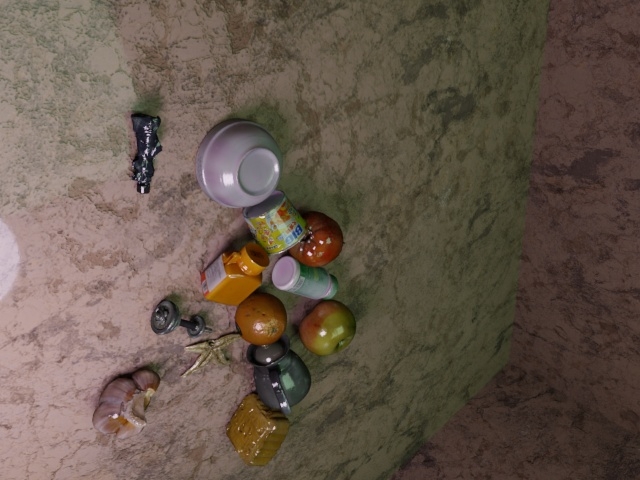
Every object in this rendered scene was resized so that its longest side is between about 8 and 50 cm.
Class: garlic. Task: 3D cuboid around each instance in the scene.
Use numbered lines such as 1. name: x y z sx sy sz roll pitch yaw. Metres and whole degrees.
1. garlic: -0.617 0.507 1.498 0.160 0.214 0.191 31 132 -30

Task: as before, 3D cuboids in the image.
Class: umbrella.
1. umbrella: -0.482 -0.239 1.319 0.071 0.080 0.224 -49 153 -66

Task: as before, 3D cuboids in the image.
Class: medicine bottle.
1. medicine bottle: -0.051 0.155 1.854 0.274 0.133 0.133 25 93 -45
2. medicine bottle: -0.277 0.110 1.577 0.222 0.112 0.149 -41 140 25

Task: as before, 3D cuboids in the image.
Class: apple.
1. apple: 0.030 0.364 1.961 0.261 0.194 0.261 -32 152 -20

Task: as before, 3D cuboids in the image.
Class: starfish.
1. starfish: -0.389 0.420 1.738 0.247 0.050 0.138 -5 115 -38

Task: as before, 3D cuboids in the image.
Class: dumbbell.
1. dumbbell: -0.454 0.276 1.576 0.110 0.110 0.254 -59 143 -3

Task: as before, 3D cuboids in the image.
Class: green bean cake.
1. green bean cake: -0.256 0.756 1.901 0.131 0.224 0.230 30 92 -46

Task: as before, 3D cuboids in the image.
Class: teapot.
1. teapot: -0.185 0.510 1.825 0.305 0.223 0.285 -65 143 -53

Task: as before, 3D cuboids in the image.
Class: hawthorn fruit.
1. hawthorn fruit: 0.000 0.000 1.780 0.262 0.210 0.210 11 102 -58

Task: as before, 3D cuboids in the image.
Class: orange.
1. orange: -0.214 0.285 1.723 0.206 0.206 0.206 -20 122 -35

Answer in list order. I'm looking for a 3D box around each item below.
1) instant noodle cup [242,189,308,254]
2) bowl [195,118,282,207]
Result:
1. instant noodle cup: -0.161 -0.070 1.613 0.205 0.205 0.153 -40 122 -21
2. bowl: -0.232 -0.229 1.494 0.287 0.144 0.287 -20 123 -34
